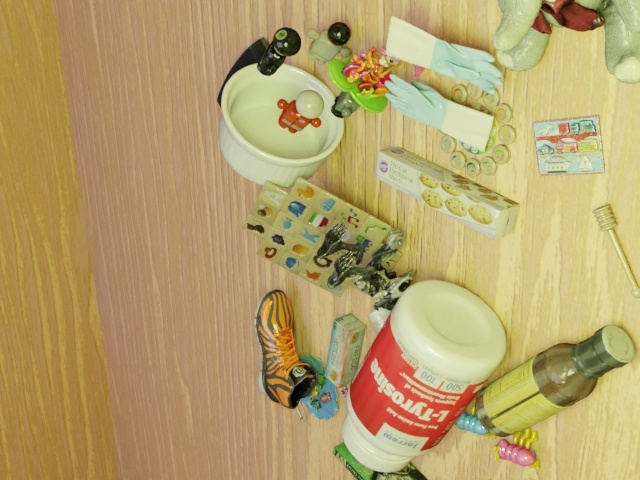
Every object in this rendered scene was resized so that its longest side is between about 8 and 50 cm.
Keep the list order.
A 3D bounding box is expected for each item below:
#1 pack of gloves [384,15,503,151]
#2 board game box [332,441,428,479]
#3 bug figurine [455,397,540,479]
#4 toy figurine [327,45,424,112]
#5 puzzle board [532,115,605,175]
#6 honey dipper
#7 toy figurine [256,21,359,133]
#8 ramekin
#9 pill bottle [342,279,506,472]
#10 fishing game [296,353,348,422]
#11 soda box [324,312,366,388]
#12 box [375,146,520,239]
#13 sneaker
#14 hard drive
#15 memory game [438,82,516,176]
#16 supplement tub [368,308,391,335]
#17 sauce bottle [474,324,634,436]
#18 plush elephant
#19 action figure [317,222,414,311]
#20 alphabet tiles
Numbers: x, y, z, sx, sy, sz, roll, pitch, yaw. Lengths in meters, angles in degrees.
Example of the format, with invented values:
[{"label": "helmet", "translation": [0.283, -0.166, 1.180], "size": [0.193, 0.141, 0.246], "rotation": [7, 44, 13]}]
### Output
[{"label": "pack of gloves", "translation": [0.225, -0.292, 1.393], "size": [0.232, 0.046, 0.195], "rotation": [28, 141, 20]}, {"label": "board game box", "translation": [0.161, 0.559, 1.818], "size": [0.260, 0.136, 0.030], "rotation": [41, 137, 37]}, {"label": "bug figurine", "translation": [0.365, 0.474, 1.572], "size": [0.216, 0.072, 0.279], "rotation": [0, 104, 52]}, {"label": "toy figurine", "translation": [0.128, -0.345, 1.485], "size": [0.159, 0.173, 0.130], "rotation": [-26, 65, 40]}, {"label": "puzzle board", "translation": [0.417, -0.158, 1.292], "size": [0.128, 0.011, 0.096], "rotation": [3, 107, 52]}, {"label": "honey dipper", "translation": [0.491, 0.020, 1.255], "size": [0.030, 0.030, 0.160], "rotation": [-24, 87, 54]}, {"label": "toy figurine", "translation": [-0.007, -0.346, 1.596], "size": [0.148, 0.209, 0.213], "rotation": [-26, 83, 63]}, {"label": "ramekin", "translation": [-0.097, -0.251, 1.711], "size": [0.277, 0.277, 0.135], "rotation": [59, 149, 18]}, {"label": "pill bottle", "translation": [0.192, 0.294, 1.572], "size": [0.229, 0.229, 0.407], "rotation": [49, 134, 28]}, {"label": "fishing game", "translation": [-0.021, 0.400, 2.068], "size": [0.264, 0.041, 0.189], "rotation": [-30, 80, 51]}, {"label": "soda box", "translation": [0.060, 0.275, 1.896], "size": [0.063, 0.058, 0.183], "rotation": [37, 131, 38]}, {"label": "box", "translation": [0.241, -0.099, 1.500], "size": [0.324, 0.063, 0.067], "rotation": [34, 128, 40]}, {"label": "sneaker", "translation": [-0.080, 0.296, 2.020], "size": [0.180, 0.124, 0.321], "rotation": [21, 120, 51]}, {"label": "hard drive", "translation": [-0.179, -0.373, 1.938], "size": [0.255, 0.054, 0.172], "rotation": [-43, 70, 51]}, {"label": "memory game", "translation": [0.289, -0.209, 1.435], "size": [0.186, 0.012, 0.186], "rotation": [25, 124, 45]}, {"label": "supplement tub", "translation": [0.161, 0.202, 1.724], "size": [0.071, 0.071, 0.107], "rotation": [-44, 68, 51]}, {"label": "sauce bottle", "translation": [0.418, 0.256, 1.379], "size": [0.111, 0.111, 0.344], "rotation": [61, 142, 15]}, {"label": "plush elephant", "translation": [0.330, -0.378, 1.105], "size": [0.272, 0.255, 0.330], "rotation": [30, 127, 43]}, {"label": "action figure", "translation": [0.127, 0.066, 1.593], "size": [0.141, 0.276, 0.164], "rotation": [-36, 50, 26]}, {"label": "alphabet tiles", "translation": [0.000, 0.000, 1.730], "size": [0.342, 0.011, 0.285], "rotation": [28, 137, -4]}]
